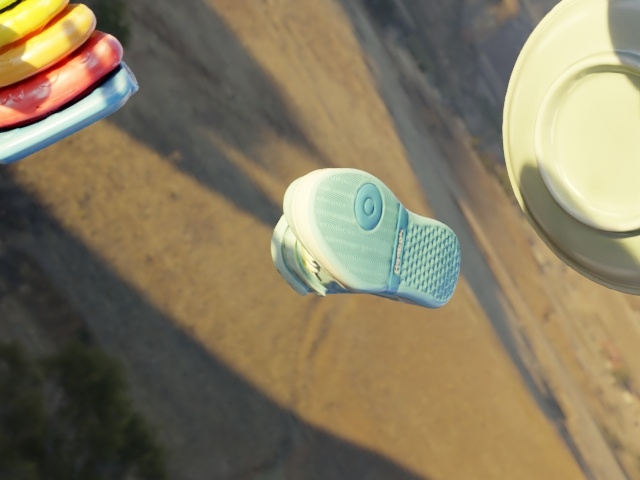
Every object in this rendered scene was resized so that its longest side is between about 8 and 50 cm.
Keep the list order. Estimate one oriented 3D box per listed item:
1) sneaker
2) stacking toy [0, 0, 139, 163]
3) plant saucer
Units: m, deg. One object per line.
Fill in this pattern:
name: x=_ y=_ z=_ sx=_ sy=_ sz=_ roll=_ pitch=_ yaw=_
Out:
sneaker: x=0.000 y=0.000 z=1.763 sx=0.319 sy=0.208 sz=0.127 roll=31 pitch=69 yaw=-54
stacking toy: x=-0.318 y=-0.244 z=1.558 sx=0.302 sy=0.165 sz=0.175 roll=63 pitch=-2 yaw=-21
plant saucer: x=0.371 y=-0.121 z=1.909 sx=0.100 sy=0.400 sz=0.400 roll=-14 pitch=71 yaw=-49
